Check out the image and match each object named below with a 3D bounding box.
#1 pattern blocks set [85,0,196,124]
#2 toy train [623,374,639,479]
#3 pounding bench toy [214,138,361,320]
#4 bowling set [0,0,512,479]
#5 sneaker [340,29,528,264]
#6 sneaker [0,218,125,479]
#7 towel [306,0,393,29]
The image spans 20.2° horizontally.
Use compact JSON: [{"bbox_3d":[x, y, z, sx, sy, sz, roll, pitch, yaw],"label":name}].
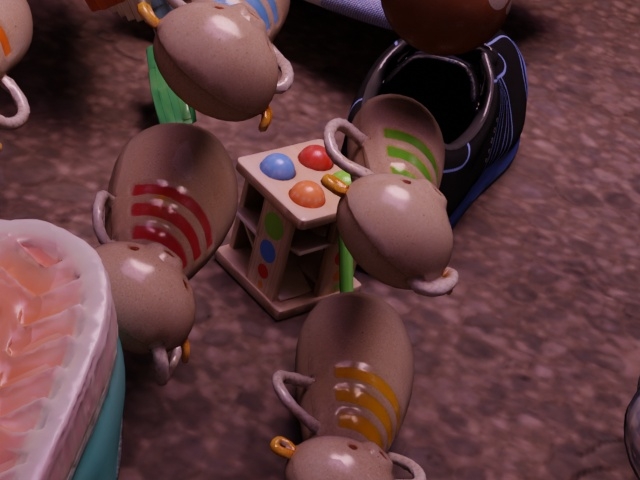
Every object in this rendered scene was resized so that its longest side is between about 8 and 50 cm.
[{"bbox_3d":[-0.128,-0.210,0.884,0.026,0.325,0.285,-18,28,5],"label":"pattern blocks set"},{"bbox_3d":[0.287,0.030,0.794,0.333,0.190,0.142,-6,40,-28],"label":"toy train"},{"bbox_3d":[0.000,0.000,0.836,0.052,0.065,0.083,-16,46,-37],"label":"pounding bench toy"},{"bbox_3d":[-0.019,-0.044,0.691,0.287,0.200,0.154,38,22,-13],"label":"bowling set"},{"bbox_3d":[0.068,-0.075,0.945,0.081,0.090,0.232,20,35,7],"label":"sneaker"},{"bbox_3d":[-0.130,0.143,0.562,0.108,0.121,0.302,12,54,18],"label":"sneaker"},{"bbox_3d":[-0.001,-0.200,1.098,0.285,0.034,0.209,25,34,32],"label":"towel"}]
